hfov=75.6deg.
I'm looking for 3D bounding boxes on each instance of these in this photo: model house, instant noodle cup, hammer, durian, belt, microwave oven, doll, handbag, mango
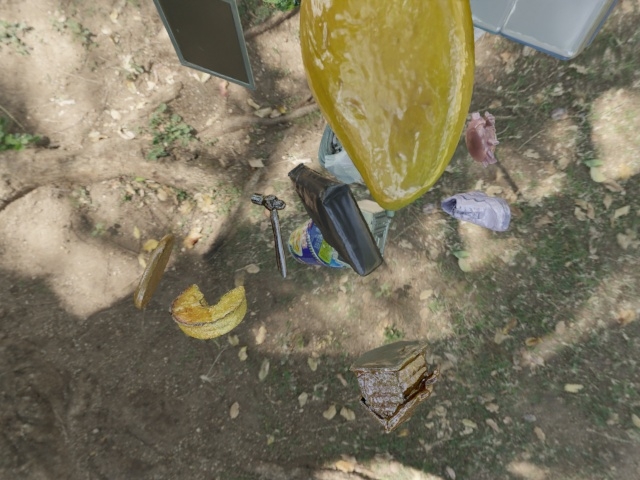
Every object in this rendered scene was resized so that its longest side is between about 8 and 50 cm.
[{"bbox_3d":[0.245,0.458,1.310,0.220,0.200,0.229,-9,98,45],"label":"model house"},{"bbox_3d":[0.000,0.000,1.863,0.285,0.312,0.283,4,81,-28],"label":"instant noodle cup"},{"bbox_3d":[-0.077,-0.005,0.713,0.065,0.021,0.178,21,138,28],"label":"hammer"},{"bbox_3d":[-0.103,-0.587,0.908,0.132,0.375,0.106,-31,132,8],"label":"durian"},{"bbox_3d":[0.151,-0.458,1.795,0.300,0.173,0.435,-16,53,45],"label":"belt"},{"bbox_3d":[0.177,-0.022,1.630,0.145,0.194,0.240,23,115,36],"label":"microwave oven"},{"bbox_3d":[0.621,-0.393,1.591,0.093,0.262,0.211,-15,63,0],"label":"doll"},{"bbox_3d":[0.024,-0.048,0.952,0.080,0.223,0.246,-37,123,-12],"label":"handbag"},{"bbox_3d":[0.069,-0.186,0.433,0.177,0.119,0.316,-8,105,19],"label":"mango"}]

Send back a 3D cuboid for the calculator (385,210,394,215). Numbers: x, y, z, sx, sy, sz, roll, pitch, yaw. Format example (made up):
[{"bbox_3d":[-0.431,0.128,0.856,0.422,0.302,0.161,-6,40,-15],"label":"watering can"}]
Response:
[{"bbox_3d":[0.162,-0.112,0.951,0.021,0.153,0.095,5,56,11],"label":"calculator"}]

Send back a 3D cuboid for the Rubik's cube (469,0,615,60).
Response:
[{"bbox_3d":[0.350,-0.525,0.643,0.345,0.347,0.346,33,131,19],"label":"Rubik's cube"}]

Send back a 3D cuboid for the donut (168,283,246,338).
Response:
[{"bbox_3d":[-0.256,0.164,0.940,0.182,0.146,0.078,0,121,17],"label":"donut"}]

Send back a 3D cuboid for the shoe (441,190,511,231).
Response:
[{"bbox_3d":[0.490,-0.092,1.305,0.138,0.245,0.095,-11,115,-7],"label":"shoe"}]

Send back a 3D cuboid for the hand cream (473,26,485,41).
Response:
[{"bbox_3d":[0.358,-0.570,1.071,0.142,0.053,0.084,44,63,-3],"label":"hand cream"}]

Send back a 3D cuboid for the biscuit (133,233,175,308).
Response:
[{"bbox_3d":[-0.537,0.097,1.330,0.037,0.262,0.261,23,100,-12],"label":"biscuit"}]

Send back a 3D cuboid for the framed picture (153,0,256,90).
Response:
[{"bbox_3d":[-0.237,-0.424,0.849,0.197,0.252,0.014,21,74,6],"label":"framed picture"}]
